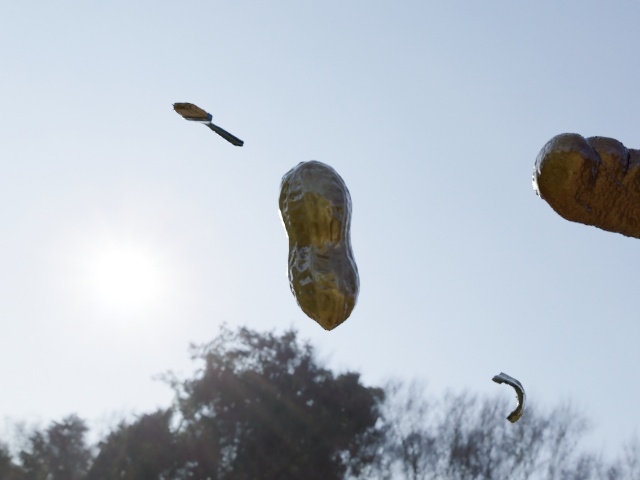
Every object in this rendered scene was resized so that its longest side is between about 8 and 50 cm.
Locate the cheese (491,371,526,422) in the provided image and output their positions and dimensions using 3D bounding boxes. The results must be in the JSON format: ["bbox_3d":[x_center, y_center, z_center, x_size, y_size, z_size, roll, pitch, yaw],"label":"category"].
[{"bbox_3d":[0.296,0.236,1.282,0.041,0.084,0.060,-24,-25,17],"label":"cheese"}]

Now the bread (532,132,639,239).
[{"bbox_3d":[0.438,-0.071,1.171,0.343,0.124,0.084,11,20,-27],"label":"bread"}]

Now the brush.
[{"bbox_3d":[-0.167,-0.178,1.293,0.051,0.014,0.164,8,-11,29],"label":"brush"}]

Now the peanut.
[{"bbox_3d":[0.000,0.000,1.333,0.120,0.299,0.136,-6,-22,-7],"label":"peanut"}]
